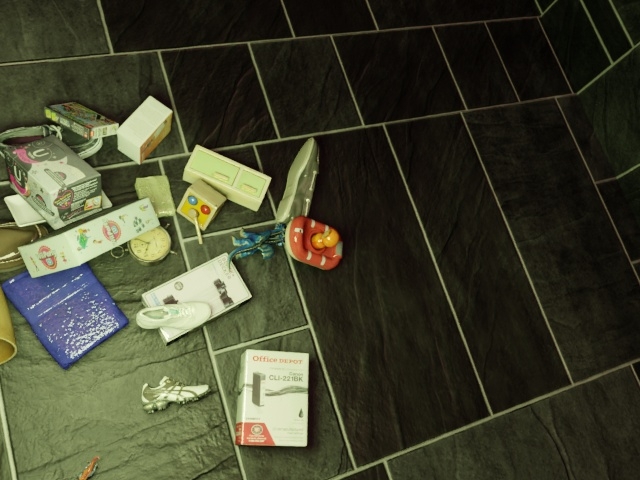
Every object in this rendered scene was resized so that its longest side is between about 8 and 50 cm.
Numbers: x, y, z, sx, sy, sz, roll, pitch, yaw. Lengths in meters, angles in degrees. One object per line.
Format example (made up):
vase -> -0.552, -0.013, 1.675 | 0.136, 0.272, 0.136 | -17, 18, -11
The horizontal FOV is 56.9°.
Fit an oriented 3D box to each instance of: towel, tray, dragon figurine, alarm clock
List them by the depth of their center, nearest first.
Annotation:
towel -> -0.731, 0.187, 1.709 | 0.227, 0.076, 0.308 | -37, 83, -22
tray -> -0.782, -0.106, 1.773 | 0.270, 0.030, 0.145 | -17, 48, -34
alarm clock -> -0.549, 0.018, 1.828 | 0.192, 0.064, 0.129 | -12, 75, -24
dragon figurine -> -0.197, 0.012, 1.870 | 0.144, 0.289, 0.085 | -3, 107, 15
towel -> -0.533, -0.141, 1.910 | 0.110, 0.027, 0.148 | -13, 75, -20

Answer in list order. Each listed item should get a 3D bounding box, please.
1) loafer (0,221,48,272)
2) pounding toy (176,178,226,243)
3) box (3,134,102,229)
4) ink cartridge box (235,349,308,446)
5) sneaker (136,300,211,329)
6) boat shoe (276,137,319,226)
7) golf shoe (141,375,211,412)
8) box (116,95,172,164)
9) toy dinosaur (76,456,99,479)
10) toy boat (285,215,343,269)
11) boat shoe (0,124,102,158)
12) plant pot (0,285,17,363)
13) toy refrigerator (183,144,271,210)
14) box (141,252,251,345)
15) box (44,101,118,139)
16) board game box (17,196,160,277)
loafer -> -0.958, 0.026, 1.658 | 0.365, 0.130, 0.134 | -16, 77, -22
pounding toy -> -0.385, -0.092, 1.891 | 0.130, 0.141, 0.100 | 36, 36, -2
box -> -0.776, -0.175, 1.717 | 0.247, 0.142, 0.163 | 36, 44, 24
ink cartridge box -> -0.143, 0.471, 1.766 | 0.197, 0.114, 0.273 | 6, 68, -15
sneaker -> -0.414, 0.211, 1.688 | 0.212, 0.094, 0.080 | -6, 72, -20
boat shoe -> -0.059, -0.193, 2.045 | 0.095, 0.112, 0.335 | 28, 70, -26
golf shoe -> -0.418, 0.433, 1.714 | 0.198, 0.077, 0.094 | -9, 74, -21
box -> -0.570, -0.357, 1.919 | 0.091, 0.130, 0.170 | 35, 65, -3
toy dinosaur -> -0.636, 0.628, 1.582 | 0.047, 0.090, 0.082 | 23, 33, 8
toy boat -> 0.000, 0.000, 1.929 | 0.231, 0.151, 0.151 | 20, 65, -36
boat shoe -> -0.836, -0.313, 1.834 | 0.301, 0.102, 0.108 | -6, 73, -19
plant pot -> -0.941, 0.185, 1.571 | 0.237, 0.237, 0.254 | -6, 61, -19
toy refrigerator -> -0.310, -0.208, 1.969 | 0.269, 0.094, 0.102 | 24, 65, -9
box -> -0.379, 0.177, 1.812 | 0.290, 0.087, 0.169 | -26, 81, -24
box -> -0.747, -0.376, 1.849 | 0.207, 0.036, 0.114 | 27, 31, 22
board game box -> -0.641, -0.014, 1.656 | 0.303, 0.224, 0.098 | -37, 111, -54
